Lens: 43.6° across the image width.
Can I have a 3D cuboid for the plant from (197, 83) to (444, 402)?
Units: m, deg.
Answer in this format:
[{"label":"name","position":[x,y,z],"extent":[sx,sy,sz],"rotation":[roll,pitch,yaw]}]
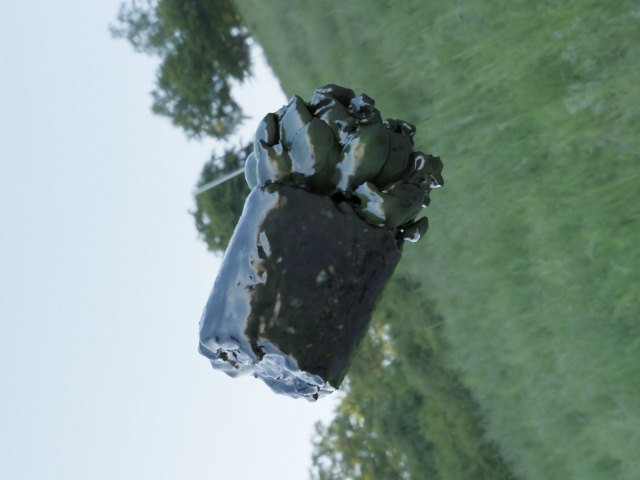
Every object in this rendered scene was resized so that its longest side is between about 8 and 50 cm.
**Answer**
[{"label":"plant","position":[0.000,0.000,0.372],"extent":[0.092,0.094,0.143],"rotation":[96,-169,-67]}]
